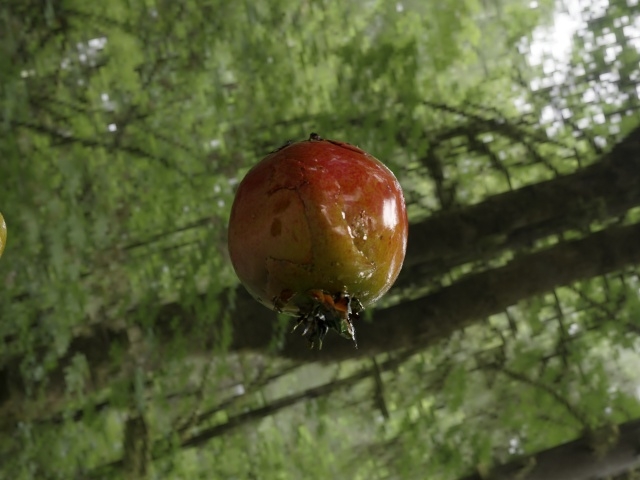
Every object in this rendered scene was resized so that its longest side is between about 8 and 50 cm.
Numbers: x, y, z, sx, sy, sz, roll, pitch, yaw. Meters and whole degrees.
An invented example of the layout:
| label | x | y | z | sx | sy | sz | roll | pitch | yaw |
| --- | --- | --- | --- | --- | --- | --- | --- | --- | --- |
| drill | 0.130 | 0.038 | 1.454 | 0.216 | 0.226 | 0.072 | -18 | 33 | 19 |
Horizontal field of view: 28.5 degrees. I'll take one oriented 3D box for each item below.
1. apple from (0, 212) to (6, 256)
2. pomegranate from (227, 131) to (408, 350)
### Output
| label | x | y | z | sx | sy | sz | roll | pitch | yaw |
| --- | --- | --- | --- | --- | --- | --- | --- | --- | --- |
| apple | -0.369 | -0.028 | 1.137 | 0.182 | 0.155 | 0.182 | 168 | -90 | -82 |
| pomegranate | 0.000 | 0.000 | 1.400 | 0.210 | 0.210 | 0.235 | 107 | -22 | -60 |
